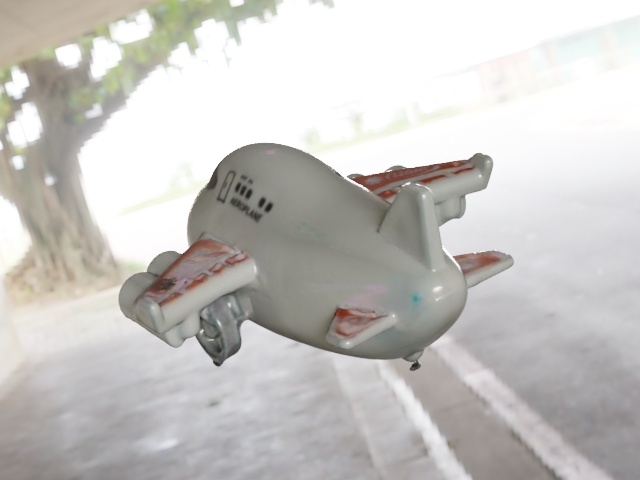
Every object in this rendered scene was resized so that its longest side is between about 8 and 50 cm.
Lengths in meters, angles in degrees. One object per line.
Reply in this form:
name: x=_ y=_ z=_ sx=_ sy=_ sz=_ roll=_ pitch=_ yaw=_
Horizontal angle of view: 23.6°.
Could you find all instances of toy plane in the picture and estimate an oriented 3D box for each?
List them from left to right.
toy plane: x=0.001 y=0.004 z=0.918 sx=0.252 sy=0.118 sz=0.252 roll=-11 pitch=21 yaw=4
